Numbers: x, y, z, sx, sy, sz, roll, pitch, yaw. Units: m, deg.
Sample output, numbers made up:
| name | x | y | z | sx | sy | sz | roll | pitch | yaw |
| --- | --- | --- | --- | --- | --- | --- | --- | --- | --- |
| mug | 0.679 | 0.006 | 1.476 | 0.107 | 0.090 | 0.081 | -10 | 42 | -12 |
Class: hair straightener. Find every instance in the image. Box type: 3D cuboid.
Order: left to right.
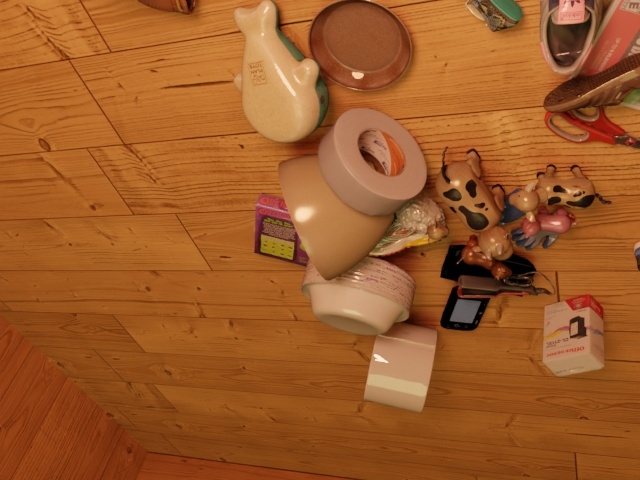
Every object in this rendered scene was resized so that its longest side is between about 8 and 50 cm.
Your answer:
| name | x | y | z | sx | sy | sz | roll | pitch | yaw |
| --- | --- | --- | --- | --- | --- | --- | --- | --- | --- |
| hair straightener | 0.449 | 0.107 | 1.583 | 0.231 | 0.047 | 0.089 | 4 | 139 | 16 |

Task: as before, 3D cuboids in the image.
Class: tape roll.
| name | x | y | z | sx | sy | sz | roll | pitch | yaw |
| --- | --- | --- | --- | --- | --- | --- | --- | --- | --- |
| tape roll | 0.106 | -0.160 | 1.325 | 0.219 | 0.219 | 0.072 | 30 | 141 | -14 |
| tape roll | 0.229 | 0.356 | 1.880 | 0.169 | 0.246 | 0.246 | 11 | 141 | 9 |

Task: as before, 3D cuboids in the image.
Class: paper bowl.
| name | x | y | z | sx | sy | sz | roll | pitch | yaw |
| --- | --- | --- | --- | --- | --- | --- | --- | --- | --- |
| paper bowl | 0.089 | 0.144 | 1.648 | 0.285 | 0.148 | 0.284 | 13 | 159 | 5 |

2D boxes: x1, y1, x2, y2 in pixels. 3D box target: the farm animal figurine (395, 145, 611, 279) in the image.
| name | x | y | z | sx | sy | sz | roll | pitch | yaw |
| --- | --- | --- | --- | --- | --- | --- | --- | --- | --- |
| farm animal figurine | 0.363 | -0.058 | 1.349 | 0.327 | 0.172 | 0.330 | 35 | 126 | -7 |

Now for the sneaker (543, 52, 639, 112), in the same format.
| name | x | y | z | sx | sy | sz | roll | pitch | yaw |
| --- | --- | --- | --- | --- | --- | --- | --- | --- | --- |
| sneaker | 0.489 | -0.254 | 1.141 | 0.188 | 0.066 | 0.071 | -19 | 130 | 38 |

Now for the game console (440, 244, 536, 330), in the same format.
| name | x | y | z | sx | sy | sz | roll | pitch | yaw |
| --- | --- | --- | --- | --- | --- | --- | --- | --- | --- |
| game console | 0.409 | 0.139 | 1.707 | 0.213 | 0.043 | 0.361 | 13 | 142 | 7 |

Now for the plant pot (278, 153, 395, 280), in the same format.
| name | x | y | z | sx | sy | sz | roll | pitch | yaw |
| --- | --- | --- | --- | --- | --- | --- | --- | --- | --- |
| plant pot | 0.052 | -0.076 | 1.437 | 0.191 | 0.284 | 0.284 | -22 | 131 | 10 |

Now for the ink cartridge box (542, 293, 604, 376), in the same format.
| name | x | y | z | sx | sy | sz | roll | pitch | yaw |
| --- | --- | --- | --- | --- | --- | --- | --- | --- | --- |
| ink cartridge box | 0.630 | 0.237 | 1.631 | 0.127 | 0.175 | 0.072 | -25 | 125 | 40 |

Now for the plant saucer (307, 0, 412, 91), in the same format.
| name | x | y | z | sx | sy | sz | roll | pitch | yaw |
| --- | --- | --- | --- | --- | --- | --- | --- | --- | --- |
| plant saucer | 0.075 | -0.371 | 1.228 | 0.199 | 0.036 | 0.198 | 11 | 142 | 9 |

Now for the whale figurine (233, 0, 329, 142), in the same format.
| name | x | y | z | sx | sy | sz | roll | pitch | yaw |
| --- | --- | --- | --- | --- | --- | --- | --- | --- | --- |
| whale figurine | -0.076 | -0.332 | 1.284 | 0.216 | 0.141 | 0.271 | 0 | 116 | 41 |

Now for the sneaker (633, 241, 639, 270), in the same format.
| name | x | y | z | sx | sy | sz | roll | pitch | yaw |
| --- | --- | --- | --- | --- | --- | --- | --- | --- | --- |
| sneaker | 0.765 | 0.062 | 1.439 | 0.152 | 0.084 | 0.058 | 21 | 142 | -4 |

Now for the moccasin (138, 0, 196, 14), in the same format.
| name | x | y | z | sx | sy | sz | roll | pitch | yaw |
| --- | --- | --- | --- | --- | --- | --- | --- | --- | --- |
| moccasin | -0.232 | -0.529 | 1.076 | 0.147 | 0.139 | 0.380 | 21 | 142 | -5 |

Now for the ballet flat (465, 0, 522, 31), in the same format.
| name | x | y | z | sx | sy | sz | roll | pitch | yaw |
| --- | --- | --- | --- | --- | --- | --- | --- | --- | --- |
| ballet flat | 0.253 | -0.416 | 1.087 | 0.188 | 0.070 | 0.070 | 40 | 137 | -20 |

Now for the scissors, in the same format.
| name | x | y | z | sx | sy | sz | roll | pitch | yaw |
| --- | --- | --- | --- | --- | --- | --- | --- | --- | --- |
| scissors | 0.575 | -0.193 | 1.264 | 0.297 | 0.021 | 0.109 | 26 | 139 | -12 |

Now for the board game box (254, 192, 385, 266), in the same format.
| name | x | y | z | sx | sy | sz | roll | pitch | yaw |
| --- | --- | --- | --- | --- | --- | --- | --- | --- | --- |
| board game box | 0.000 | 0.000 | 1.701 | 0.347 | 0.056 | 0.208 | 15 | 146 | 4 |

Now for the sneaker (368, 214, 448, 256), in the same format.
| name | x | y | z | sx | sy | sz | roll | pitch | yaw |
| --- | --- | --- | --- | --- | --- | --- | --- | --- | --- |
| sneaker | 0.182 | -0.027 | 1.544 | 0.225 | 0.088 | 0.092 | -17 | 106 | 7 |

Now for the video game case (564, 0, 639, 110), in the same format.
| name | x | y | z | sx | sy | sz | roll | pitch | yaw |
| --- | --- | --- | --- | --- | --- | --- | --- | --- | --- |
| video game case | 0.597 | -0.303 | 1.114 | 0.285 | 0.025 | 0.204 | 17 | 142 | 1 |

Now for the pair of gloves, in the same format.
| name | x | y | z | sx | sy | sz | roll | pitch | yaw |
| --- | --- | --- | --- | --- | --- | --- | --- | --- | --- |
| pair of gloves | 0.460 | -0.048 | 1.479 | 0.198 | 0.023 | 0.159 | 28 | 139 | -13 |

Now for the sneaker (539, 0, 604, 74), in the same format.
| name | x | y | z | sx | sy | sz | roll | pitch | yaw |
| --- | --- | --- | --- | --- | --- | --- | --- | --- | --- |
| sneaker | 0.390 | -0.401 | 0.991 | 0.112 | 0.131 | 0.319 | 2 | 139 | 21 |
